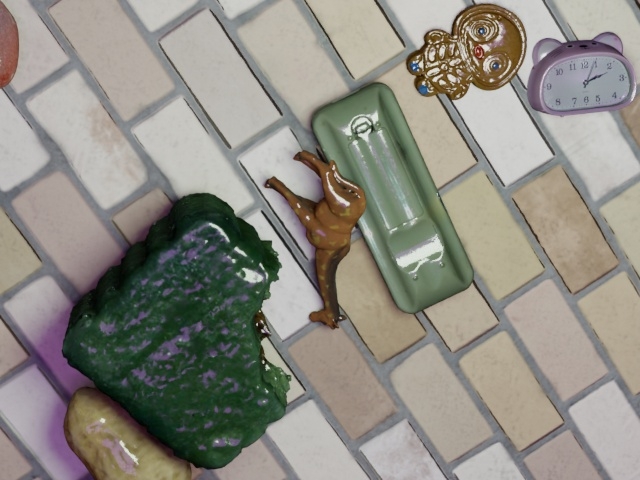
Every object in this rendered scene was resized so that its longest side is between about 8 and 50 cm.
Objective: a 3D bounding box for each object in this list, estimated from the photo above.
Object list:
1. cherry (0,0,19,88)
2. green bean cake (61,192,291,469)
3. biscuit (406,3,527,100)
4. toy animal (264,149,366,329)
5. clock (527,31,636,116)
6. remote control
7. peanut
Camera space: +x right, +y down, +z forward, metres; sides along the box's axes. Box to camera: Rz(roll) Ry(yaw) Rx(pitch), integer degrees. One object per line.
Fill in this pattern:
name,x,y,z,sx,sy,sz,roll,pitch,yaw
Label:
cherry,-0.450,-0.254,1.771,0.106,0.087,0.126,38,79,-8
green bean cake,-0.163,0.126,1.868,0.300,0.169,0.308,-43,106,7
biscuit,0.211,-0.262,1.879,0.175,0.026,0.124,-26,106,0
toy animal,0.000,0.000,1.891,0.230,0.066,0.224,47,126,-4
clock,0.374,-0.236,1.893,0.152,0.050,0.110,-7,105,-5
remote control,0.107,-0.057,1.902,0.128,0.065,0.335,-27,107,-1
peanut,-0.284,0.303,1.920,0.129,0.129,0.224,-42,103,5
